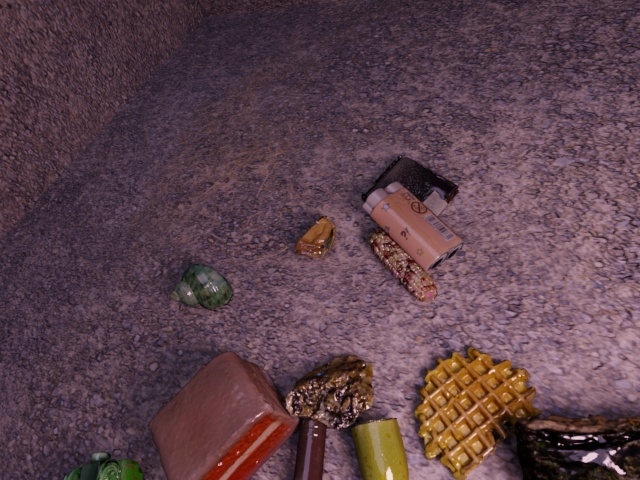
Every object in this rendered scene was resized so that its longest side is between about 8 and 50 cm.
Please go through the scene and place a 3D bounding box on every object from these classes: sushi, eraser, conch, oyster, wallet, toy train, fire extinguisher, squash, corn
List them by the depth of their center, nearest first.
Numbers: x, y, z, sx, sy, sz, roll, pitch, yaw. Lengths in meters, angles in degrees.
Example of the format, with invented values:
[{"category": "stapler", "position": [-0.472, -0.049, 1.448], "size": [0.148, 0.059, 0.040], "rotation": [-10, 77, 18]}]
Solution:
[{"category": "sushi", "position": [0.559, 0.423, 0.762], "size": [0.349, 0.211, 0.171], "rotation": [-3, 50, 13]}, {"category": "squash", "position": [0.145, 0.508, 0.922], "size": [0.123, 0.123, 0.187], "rotation": [-20, 54, 8]}, {"category": "fire extinguisher", "position": [-0.040, 0.576, 0.969], "size": [0.089, 0.072, 0.268], "rotation": [6, 56, 1]}, {"category": "toy train", "position": [-0.555, 0.679, 1.030], "size": [0.132, 0.188, 0.243], "rotation": [-17, 52, 8]}, {"category": "oyster", "position": [0.035, 0.377, 1.055], "size": [0.214, 0.083, 0.223], "rotation": [4, 34, 12]}, {"category": "corn", "position": [0.246, 0.068, 1.216], "size": [0.092, 0.092, 0.280], "rotation": [-33, 51, -4]}, {"category": "eraser", "position": [0.285, -0.053, 1.237], "size": [0.171, 0.087, 0.290], "rotation": [-25, 60, -31]}, {"category": "wallet", "position": [0.302, -0.163, 1.382], "size": [0.262, 0.071, 0.221], "rotation": [37, 74, 30]}, {"category": "conch", "position": [-0.417, 0.164, 1.398], "size": [0.188, 0.122, 0.176], "rotation": [-24, 74, 9]}]

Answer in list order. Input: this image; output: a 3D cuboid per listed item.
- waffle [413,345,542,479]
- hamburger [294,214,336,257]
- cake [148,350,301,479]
[{"category": "waffle", "position": [0.364, 0.395, 0.948], "size": [0.283, 0.065, 0.310], "rotation": [1, 57, 23]}, {"category": "hamburger", "position": [0.002, 0.006, 1.371], "size": [0.102, 0.087, 0.176], "rotation": [33, 64, 23]}, {"category": "cake", "position": [-0.244, 0.476, 1.028], "size": [0.309, 0.237, 0.230], "rotation": [-45, 49, -11]}]
